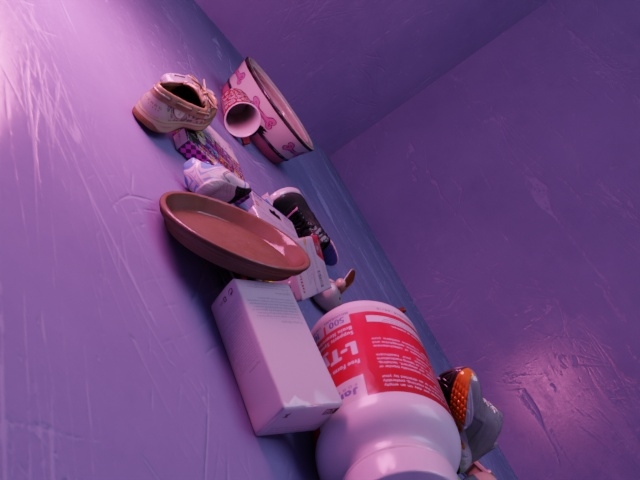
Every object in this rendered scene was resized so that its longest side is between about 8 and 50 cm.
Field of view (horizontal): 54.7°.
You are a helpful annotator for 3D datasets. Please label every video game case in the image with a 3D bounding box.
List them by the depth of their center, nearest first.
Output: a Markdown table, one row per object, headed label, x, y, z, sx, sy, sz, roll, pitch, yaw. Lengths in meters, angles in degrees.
| label | x | y | z | sx | sy | sz | roll | pitch | yaw |
| --- | --- | --- | --- | --- | --- | --- | --- | --- | --- |
| video game case | -0.269 | -0.219 | 1.466 | 0.232 | 0.041 | 0.210 | 45 | 15 | -47 |

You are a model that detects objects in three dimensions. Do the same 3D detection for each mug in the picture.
| label | x | y | z | sx | sy | sz | roll | pitch | yaw |
| --- | --- | --- | --- | --- | --- | --- | --- | --- | --- |
| mug | -0.265 | -0.394 | 1.952 | 0.113 | 0.150 | 0.169 | 9 | 28 | -23 |

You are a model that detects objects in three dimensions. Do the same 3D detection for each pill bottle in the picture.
| label | x | y | z | sx | sy | sz | roll | pitch | yaw |
| --- | --- | --- | --- | --- | --- | --- | --- | --- | --- |
| pill bottle | 0.097 | 0.292 | 1.023 | 0.229 | 0.229 | 0.408 | 51 | 11 | -23 |

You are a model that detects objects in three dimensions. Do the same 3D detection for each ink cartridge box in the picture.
| label | x | y | z | sx | sy | sz | roll | pitch | yaw |
| --- | --- | --- | --- | --- | --- | --- | --- | --- | --- |
| ink cartridge box | -0.052 | 0.062 | 1.334 | 0.175 | 0.072 | 0.128 | -12 | 87 | -69 |
| ink cartridge box | -0.099 | 0.010 | 1.506 | 0.223 | 0.045 | 0.224 | 39 | 23 | -55 |
| ink cartridge box | -0.149 | -0.093 | 1.605 | 0.028 | 0.048 | 0.083 | 53 | 11 | -16 |

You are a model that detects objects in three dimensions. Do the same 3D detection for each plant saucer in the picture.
| label | x | y | z | sx | sy | sz | roll | pitch | yaw |
| --- | --- | --- | --- | --- | --- | --- | --- | --- | --- |
| plant saucer | -0.148 | -0.006 | 1.060 | 0.277 | 0.041 | 0.278 | 24 | 13 | -6 |

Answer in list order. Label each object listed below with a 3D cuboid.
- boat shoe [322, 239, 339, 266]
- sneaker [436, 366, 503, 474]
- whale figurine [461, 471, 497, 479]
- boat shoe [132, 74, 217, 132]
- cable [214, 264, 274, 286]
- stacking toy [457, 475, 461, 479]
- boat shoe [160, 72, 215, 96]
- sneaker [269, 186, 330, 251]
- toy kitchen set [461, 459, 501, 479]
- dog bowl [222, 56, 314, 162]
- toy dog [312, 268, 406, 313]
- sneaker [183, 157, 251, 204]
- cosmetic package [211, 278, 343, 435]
| label | x | y | z | sx | sy | sz | roll | pitch | yaw |
| --- | --- | --- | --- | --- | --- | --- | --- | --- | --- |
| boat shoe | 0.000 | 0.000 | 1.962 | 0.183 | 0.066 | 0.066 | 56 | 9 | 2 |
| sneaker | 0.280 | 0.313 | 1.138 | 0.099 | 0.120 | 0.263 | 52 | -23 | 46 |
| whale figurine | 0.385 | 0.685 | 1.502 | 0.272 | 0.141 | 0.216 | 81 | -11 | -47 |
| boat shoe | -0.286 | -0.295 | 1.320 | 0.104 | 0.089 | 0.285 | 40 | 24 | -1 |
| cable | -0.116 | 0.102 | 1.084 | 0.139 | 0.072 | 0.287 | 40 | 18 | -40 |
| stacking toy | 0.213 | 0.496 | 1.199 | 0.309 | 0.130 | 0.280 | 50 | -5 | 37 |
| boat shoe | -0.337 | -0.387 | 1.575 | 0.081 | 0.079 | 0.227 | 60 | 13 | -1 |
| sneaker | -0.051 | -0.045 | 1.747 | 0.147 | 0.104 | 0.296 | 55 | 4 | 24 |
| toy kitchen set | 0.411 | 0.666 | 1.739 | 0.166 | 0.122 | 0.207 | 47 | -7 | -39 |
| dog bowl | -0.198 | -0.457 | 2.254 | 0.408 | 0.150 | 0.408 | 54 | 10 | -15 |
| toy dog | 0.122 | 0.186 | 1.667 | 0.220 | 0.161 | 0.333 | 58 | 10 | 24 |
| sneaker | -0.213 | -0.125 | 1.308 | 0.086 | 0.085 | 0.237 | 62 | 10 | 10 |
| cosmetic package | -0.071 | 0.173 | 0.941 | 0.117 | 0.085 | 0.231 | 10 | 42 | -40 |
